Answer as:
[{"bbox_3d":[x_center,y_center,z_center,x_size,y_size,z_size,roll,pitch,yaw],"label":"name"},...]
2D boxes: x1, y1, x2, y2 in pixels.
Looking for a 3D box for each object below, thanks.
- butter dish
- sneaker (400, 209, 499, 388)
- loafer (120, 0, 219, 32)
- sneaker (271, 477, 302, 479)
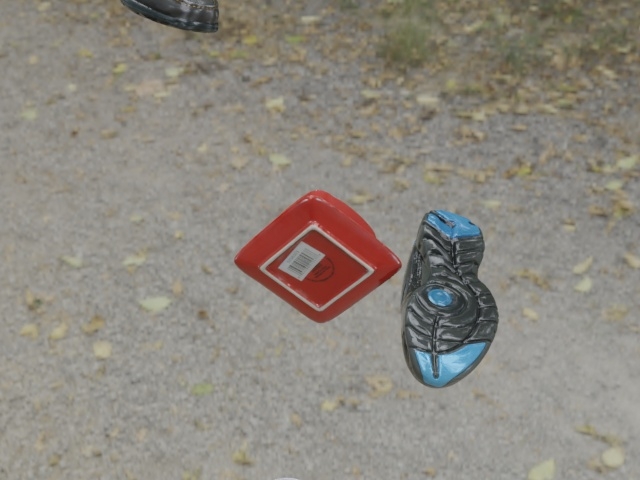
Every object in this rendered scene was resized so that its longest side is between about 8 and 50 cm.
[{"bbox_3d":[0.000,0.000,1.296,0.160,0.160,0.118,36,35,-22],"label":"butter dish"},{"bbox_3d":[0.171,0.103,1.438,0.125,0.140,0.341,17,35,0],"label":"sneaker"},{"bbox_3d":[-0.118,-0.202,0.739,0.062,0.061,0.170,0,34,-40],"label":"loafer"},{"bbox_3d":[-0.004,0.424,0.996,0.137,0.366,0.210,-18,-4,3],"label":"sneaker"}]
